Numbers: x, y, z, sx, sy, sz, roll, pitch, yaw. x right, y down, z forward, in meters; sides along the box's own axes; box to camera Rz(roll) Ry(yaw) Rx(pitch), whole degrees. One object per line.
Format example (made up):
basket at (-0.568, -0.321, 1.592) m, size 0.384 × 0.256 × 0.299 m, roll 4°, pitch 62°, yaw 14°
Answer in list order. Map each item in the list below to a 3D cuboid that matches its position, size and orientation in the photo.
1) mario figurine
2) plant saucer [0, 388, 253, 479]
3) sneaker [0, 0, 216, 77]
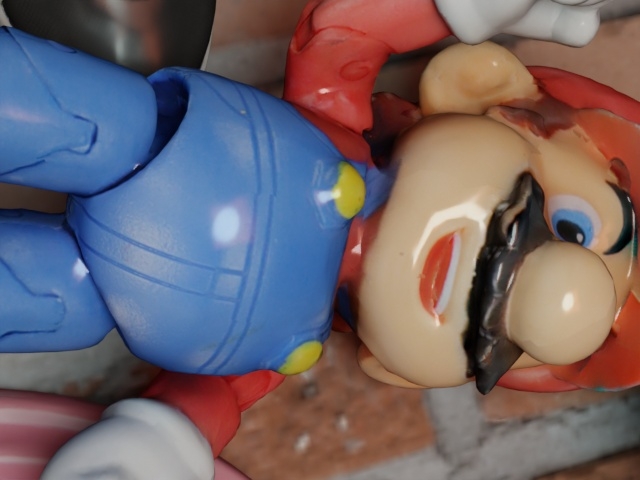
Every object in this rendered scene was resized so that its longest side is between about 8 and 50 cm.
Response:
mario figurine at (0.000, 0.000, 0.527) m, size 0.320 × 0.198 × 0.170 m, roll 2°, pitch 57°, yaw -26°
plant saucer at (-0.117, 0.219, 0.587) m, size 0.332 × 0.084 × 0.332 m, roll -2°, pitch 97°, yaw -19°
sneaker at (-0.069, -0.152, 0.559) m, size 0.084 × 0.097 × 0.235 m, roll -5°, pitch 97°, yaw -18°
